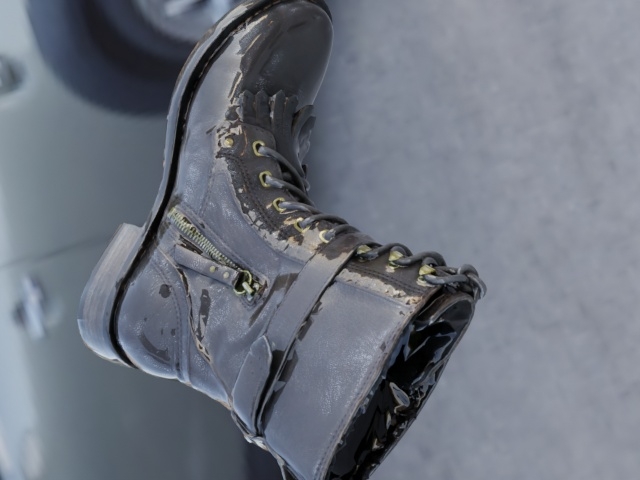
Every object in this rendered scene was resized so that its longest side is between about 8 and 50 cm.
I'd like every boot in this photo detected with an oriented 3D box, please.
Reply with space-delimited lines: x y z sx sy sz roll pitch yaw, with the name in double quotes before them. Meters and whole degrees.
"boot" 0.000 0.000 1.001 0.229 0.263 0.091 21 174 44
